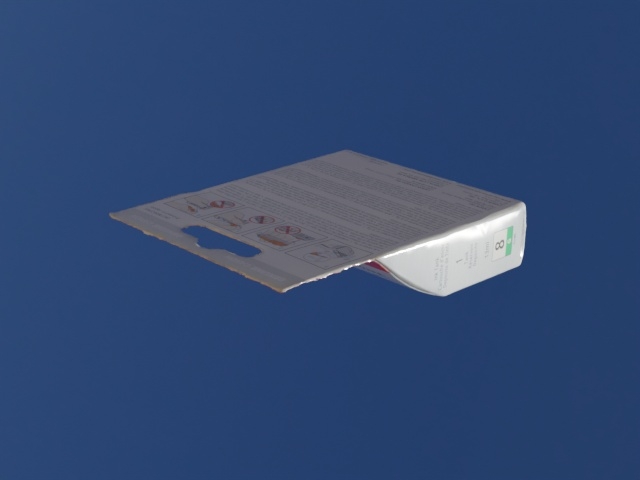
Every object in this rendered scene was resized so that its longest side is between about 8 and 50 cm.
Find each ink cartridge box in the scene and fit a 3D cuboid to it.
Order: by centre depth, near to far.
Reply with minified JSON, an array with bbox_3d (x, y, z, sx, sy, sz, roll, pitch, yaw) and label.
[{"bbox_3d":[0.000,0.000,0.927,0.181,0.224,0.056,21,-59,43],"label":"ink cartridge box"}]
